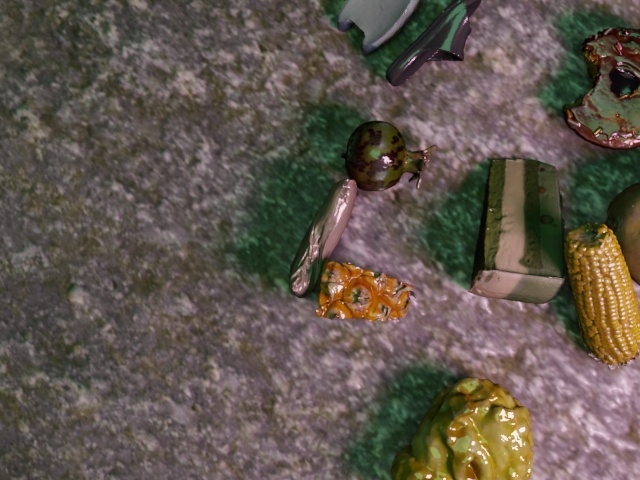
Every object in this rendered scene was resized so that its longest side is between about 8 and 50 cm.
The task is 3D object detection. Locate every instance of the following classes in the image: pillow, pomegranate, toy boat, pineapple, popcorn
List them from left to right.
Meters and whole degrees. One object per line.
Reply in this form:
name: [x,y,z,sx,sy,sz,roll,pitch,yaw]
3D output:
pillow: [0.000,0.000,1.447,0.067,0.173,0.270,26,93,0]
pineapple: [0.076,0.110,1.439,0.186,0.236,0.114,8,83,52]
pomegranate: [0.129,-0.159,1.446,0.169,0.148,0.148,27,94,0]
toy boat: [0.134,-0.491,1.497,0.134,0.079,0.207,47,108,18]
popcorn: [0.287,0.407,1.369,0.225,0.174,0.286,35,96,4]

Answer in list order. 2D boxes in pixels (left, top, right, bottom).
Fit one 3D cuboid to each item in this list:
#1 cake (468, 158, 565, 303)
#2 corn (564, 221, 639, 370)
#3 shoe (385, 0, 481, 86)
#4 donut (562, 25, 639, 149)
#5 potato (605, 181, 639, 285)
cake: [0.384,-0.007,1.425,0.158,0.172,0.283,8,56,6]
corn: [0.513,0.106,1.298,0.115,0.115,0.318,-19,123,11]
shoe: [0.244,-0.382,1.445,0.241,0.108,0.093,-42,81,15]
donut: [0.574,-0.283,1.371,0.216,0.096,0.230,4,88,10]
potato: [0.681,-0.011,1.269,0.326,0.221,0.243,-12,74,14]
